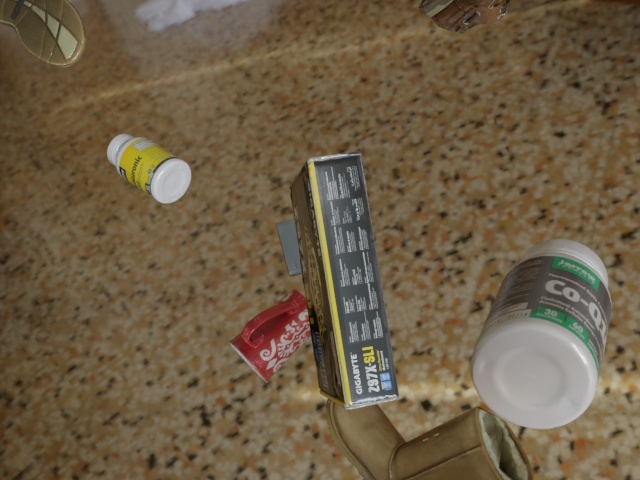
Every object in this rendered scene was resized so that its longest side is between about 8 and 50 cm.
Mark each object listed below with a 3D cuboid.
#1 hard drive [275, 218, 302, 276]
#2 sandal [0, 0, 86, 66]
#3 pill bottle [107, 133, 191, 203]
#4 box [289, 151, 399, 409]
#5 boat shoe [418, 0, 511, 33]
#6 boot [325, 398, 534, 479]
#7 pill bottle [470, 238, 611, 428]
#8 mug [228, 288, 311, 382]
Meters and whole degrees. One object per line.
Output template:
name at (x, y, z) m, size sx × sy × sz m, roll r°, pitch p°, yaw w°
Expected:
hard drive at (0.000, 0.000, 1.630) m, size 0.135 × 0.094 × 0.022 m, roll -15°, pitch -7°, yaw -7°
sandal at (-0.325, -0.254, 1.091) m, size 0.180 × 0.049 × 0.072 m, roll 32°, pitch 93°, yaw 28°
pill bottle at (-0.235, -0.101, 1.281) m, size 0.116 × 0.065 × 0.065 m, roll 31°, pitch 62°, yaw 33°
box at (0.026, 0.058, 1.313) m, size 0.079 × 0.322 × 0.257 m, roll -8°, pitch -3°, yaw -6°
boat shoe at (0.295, -0.446, 1.678) m, size 0.110 × 0.104 × 0.307 m, roll -58°, pitch 17°, yaw -10°
boot at (0.147, 0.279, 1.334) m, size 0.089 × 0.236 × 0.269 m, roll -29°, pitch -6°, yaw -40°
pill bottle at (0.396, 0.146, 1.649) m, size 0.204 × 0.204 × 0.361 m, roll -9°, pitch 21°, yaw 26°
mug at (-0.081, 0.183, 1.866) m, size 0.169 × 0.113 × 0.150 m, roll -42°, pitch -2°, yaw -11°
